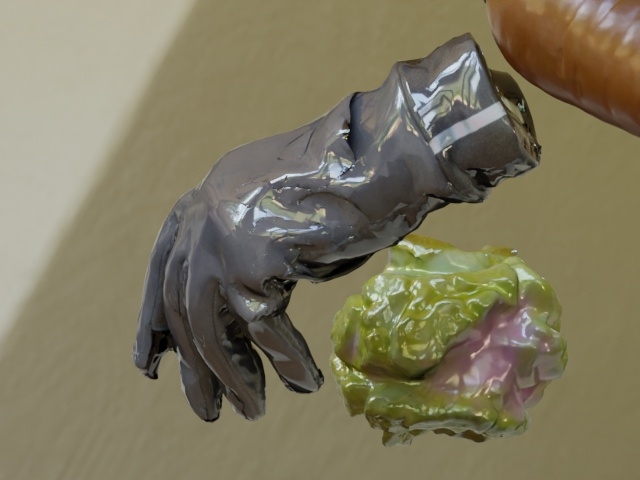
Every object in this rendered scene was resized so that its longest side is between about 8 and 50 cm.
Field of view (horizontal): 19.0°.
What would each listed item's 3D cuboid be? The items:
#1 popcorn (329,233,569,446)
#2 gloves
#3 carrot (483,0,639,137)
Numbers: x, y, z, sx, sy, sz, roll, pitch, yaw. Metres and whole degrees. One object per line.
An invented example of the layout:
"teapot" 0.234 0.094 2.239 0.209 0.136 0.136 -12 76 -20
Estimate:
"popcorn" 0.076 0.062 1.154 0.126 0.145 0.126 67 -3 -46
"gloves" -0.004 -0.009 1.000 0.119 0.142 0.285 38 -61 -12
"carrot" 0.162 -0.046 0.728 0.336 0.069 0.069 40 -2 43
